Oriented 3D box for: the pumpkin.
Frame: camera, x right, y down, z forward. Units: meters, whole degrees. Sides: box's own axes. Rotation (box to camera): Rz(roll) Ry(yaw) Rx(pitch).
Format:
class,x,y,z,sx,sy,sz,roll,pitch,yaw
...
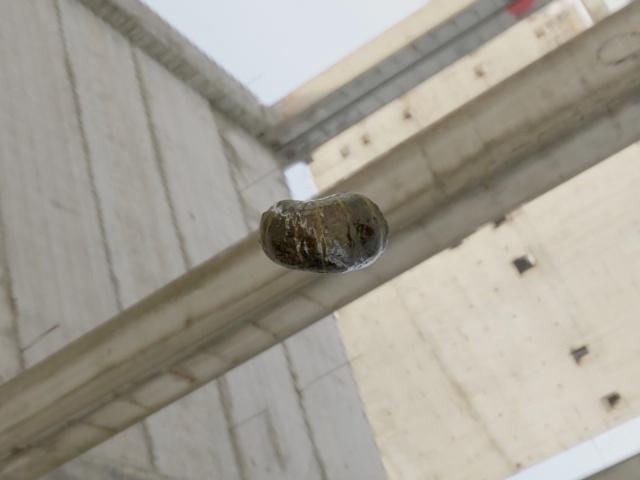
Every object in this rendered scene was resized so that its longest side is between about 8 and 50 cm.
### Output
class,x,y,z,sx,sy,sz,roll,pitch,yaw
pumpkin,0.000,0.000,0.643,0.028,0.083,0.050,-63,-34,-67
